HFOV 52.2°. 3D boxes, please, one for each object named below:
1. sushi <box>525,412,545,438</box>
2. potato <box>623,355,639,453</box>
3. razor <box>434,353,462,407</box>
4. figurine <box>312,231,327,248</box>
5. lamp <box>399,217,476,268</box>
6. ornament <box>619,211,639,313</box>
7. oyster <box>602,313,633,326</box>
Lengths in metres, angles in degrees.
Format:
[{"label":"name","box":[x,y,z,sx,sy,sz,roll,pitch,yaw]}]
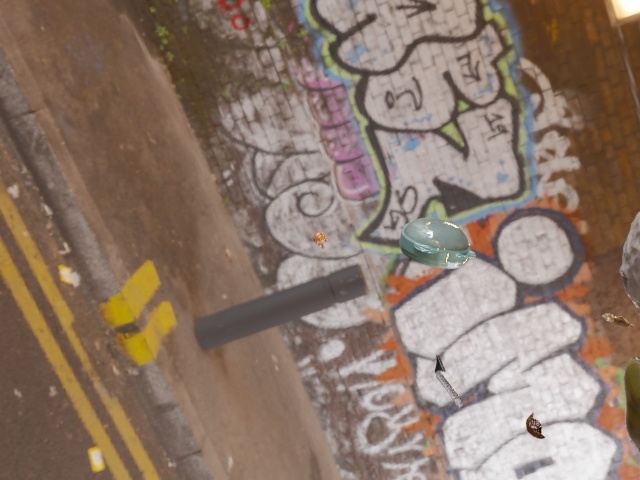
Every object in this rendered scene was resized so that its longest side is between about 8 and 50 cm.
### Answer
[{"label":"sushi","box":[0.738,0.641,2.250,0.047,0.050,0.099,-56,-138,37]},{"label":"potato","box":[0.805,0.416,1.473,0.350,0.218,0.202,63,-13,6]},{"label":"razor","box":[0.348,0.395,1.789,0.190,0.033,0.066,59,10,-33]},{"label":"figurine","box":[0.000,0.000,2.364,0.064,0.047,0.109,56,-4,20]},{"label":"lamp","box":[0.337,0.005,1.981,0.284,0.210,0.147,-171,-89,-78]},{"label":"ornament","box":[0.714,0.044,1.165,0.337,0.337,0.336,-20,90,-84]},{"label":"oyster","box":[0.962,0.257,2.119,0.051,0.093,0.034,120,-6,-80]}]
